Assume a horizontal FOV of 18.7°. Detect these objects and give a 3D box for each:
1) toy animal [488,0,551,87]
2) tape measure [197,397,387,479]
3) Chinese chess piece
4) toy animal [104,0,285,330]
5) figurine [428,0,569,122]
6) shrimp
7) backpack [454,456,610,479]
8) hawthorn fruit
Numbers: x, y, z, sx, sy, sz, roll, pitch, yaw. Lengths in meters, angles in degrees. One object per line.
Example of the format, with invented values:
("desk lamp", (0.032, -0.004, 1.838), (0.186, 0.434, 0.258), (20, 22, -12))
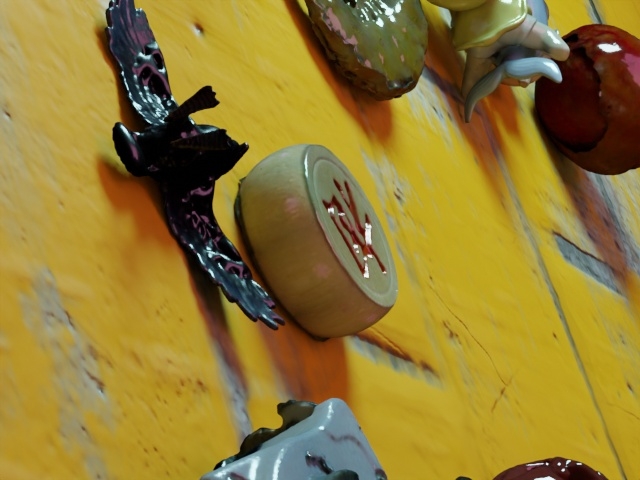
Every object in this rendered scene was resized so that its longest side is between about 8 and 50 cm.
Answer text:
("toy animal", (0.178, -0.201, 1.854), (0.150, 0.089, 0.083), (-100, 176, -46))
("tape measure", (-0.001, 0.174, 0.896), (0.181, 0.107, 0.182), (56, 17, 1))
("Chinese chess piece", (0.000, 0.000, 1.190), (0.122, 0.051, 0.122), (50, 23, -31))
("toy animal", (-0.074, -0.049, 1.081), (0.108, 0.062, 0.220), (54, 11, -79))
("figurine", (0.148, -0.212, 1.717), (0.184, 0.128, 0.208), (32, 40, -51))
("shrimp", (0.015, -0.218, 1.508), (0.173, 0.058, 0.253), (21, 46, -49))
("backpack", (0.160, 0.237, 1.153), (0.229, 0.139, 0.229), (55, 17, -26))
("hawthorn fruit", (0.278, -0.149, 1.936), (0.172, 0.148, 0.148), (47, 25, -21))
